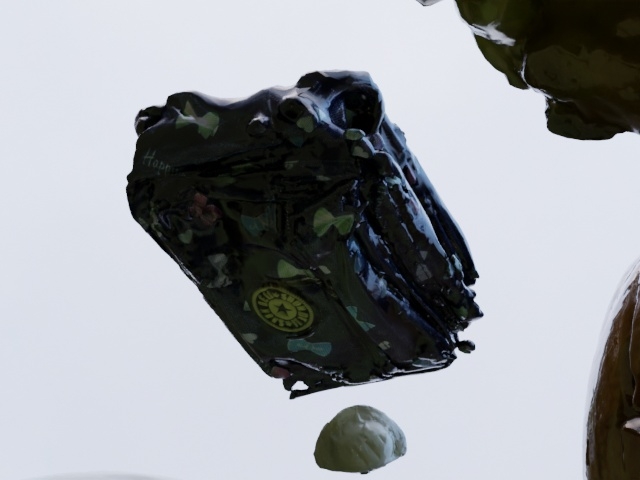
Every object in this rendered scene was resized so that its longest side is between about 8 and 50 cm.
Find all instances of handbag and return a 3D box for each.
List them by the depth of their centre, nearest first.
[{"bbox_3d":[0.000,0.000,1.085,0.162,0.113,0.260,-10,-39,20],"label":"handbag"}]

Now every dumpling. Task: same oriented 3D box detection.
[{"bbox_3d":[0.033,0.171,1.584,0.077,0.043,0.059,-4,-88,11],"label":"dumpling"}]

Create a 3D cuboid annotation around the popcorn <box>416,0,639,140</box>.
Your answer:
[{"bbox_3d":[0.148,-0.219,0.749,0.321,0.290,0.326,-23,-57,1],"label":"popcorn"}]

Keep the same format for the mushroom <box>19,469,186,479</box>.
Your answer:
[{"bbox_3d":[-0.100,0.272,0.894,0.352,0.352,0.260,44,-48,9],"label":"mushroom"}]

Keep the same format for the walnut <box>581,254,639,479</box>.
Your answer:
[{"bbox_3d":[0.269,0.104,1.211,0.209,0.209,0.336,-27,-124,42],"label":"walnut"}]
